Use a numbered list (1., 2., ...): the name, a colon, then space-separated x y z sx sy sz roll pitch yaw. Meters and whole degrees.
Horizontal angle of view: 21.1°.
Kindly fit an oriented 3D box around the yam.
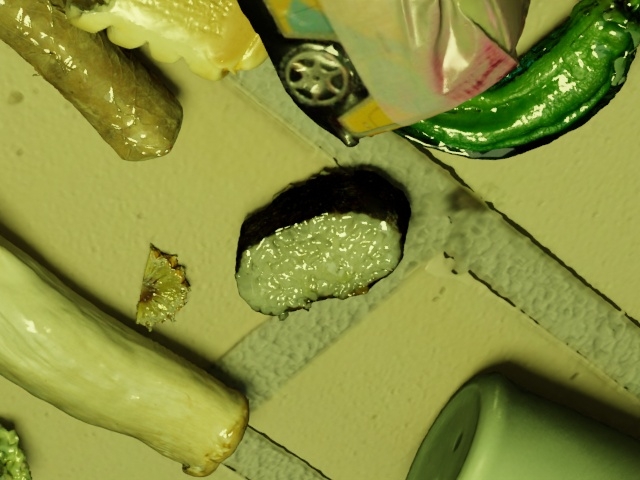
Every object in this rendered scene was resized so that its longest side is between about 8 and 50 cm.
1. yam: -0.241 -0.186 1.281 0.081 0.081 0.356 -33 121 24

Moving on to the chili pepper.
1. chili pepper: 0.166 -0.137 1.307 0.279 0.065 0.122 -27 127 26

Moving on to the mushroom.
1. mushroom: -0.205 0.092 1.475 0.351 0.095 0.123 36 140 -26

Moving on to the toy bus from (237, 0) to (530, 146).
1. toy bus: 0.015 -0.246 1.152 0.162 0.171 0.386 -10 128 27

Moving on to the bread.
1. bread: -0.108 -0.189 1.260 0.177 0.084 0.119 25 100 -16

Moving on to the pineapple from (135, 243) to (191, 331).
1. pineapple: -0.135 0.044 1.486 0.045 0.019 0.083 15 124 -5

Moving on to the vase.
1. vase: 0.226 0.258 1.518 0.291 0.245 0.245 26 124 -9

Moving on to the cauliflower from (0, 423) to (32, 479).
1. cauliflower: -0.387 0.185 1.505 0.239 0.256 0.315 2 97 5

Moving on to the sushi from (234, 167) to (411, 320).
1. sushi: 0.000 0.000 1.411 0.150 0.078 0.090 -23 117 19
